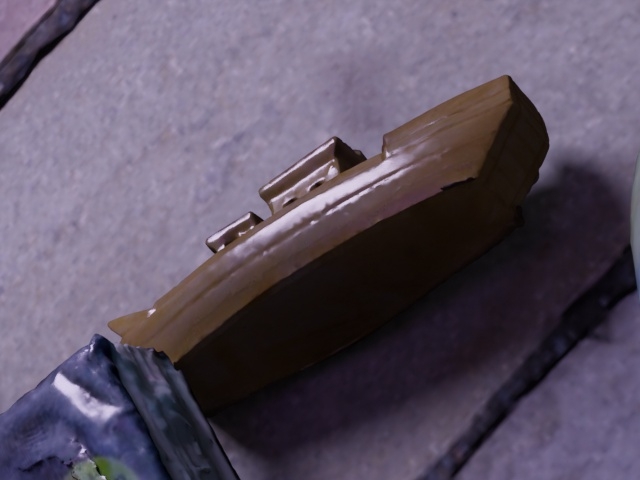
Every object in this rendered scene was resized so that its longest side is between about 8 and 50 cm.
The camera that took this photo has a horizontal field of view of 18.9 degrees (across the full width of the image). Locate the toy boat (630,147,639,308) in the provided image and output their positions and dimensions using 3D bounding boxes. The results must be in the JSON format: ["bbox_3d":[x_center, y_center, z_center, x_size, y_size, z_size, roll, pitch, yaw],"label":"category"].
[{"bbox_3d":[0.219,0.041,0.560,0.215,0.123,0.330,-22,50,2],"label":"toy boat"}]

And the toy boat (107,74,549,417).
[{"bbox_3d":[0.000,0.000,0.785,0.206,0.064,0.072,-31,42,20],"label":"toy boat"}]

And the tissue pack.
[{"bbox_3d":[-0.119,0.171,0.750,0.235,0.073,0.173,-39,64,18],"label":"tissue pack"}]
